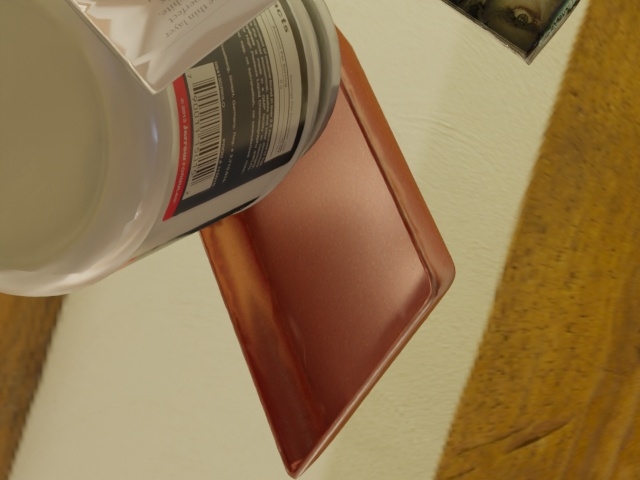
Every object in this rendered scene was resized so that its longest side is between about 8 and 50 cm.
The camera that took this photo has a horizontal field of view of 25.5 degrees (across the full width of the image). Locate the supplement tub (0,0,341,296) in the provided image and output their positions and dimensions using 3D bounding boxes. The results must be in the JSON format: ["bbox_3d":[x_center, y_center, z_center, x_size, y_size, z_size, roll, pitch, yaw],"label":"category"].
[{"bbox_3d":[-0.116,-0.090,0.838,0.191,0.272,0.191,6,-74,22],"label":"supplement tub"}]

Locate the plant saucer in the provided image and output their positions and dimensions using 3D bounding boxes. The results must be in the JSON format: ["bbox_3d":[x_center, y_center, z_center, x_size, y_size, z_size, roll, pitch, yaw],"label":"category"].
[{"bbox_3d":[0.000,0.000,1.021,0.259,0.047,0.258,-58,-134,46],"label":"plant saucer"}]

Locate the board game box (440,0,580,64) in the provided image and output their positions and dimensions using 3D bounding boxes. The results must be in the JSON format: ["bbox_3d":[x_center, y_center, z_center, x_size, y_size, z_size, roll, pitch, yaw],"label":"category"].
[{"bbox_3d":[0.063,-0.187,0.679,0.186,0.026,0.126,38,-82,17],"label":"board game box"}]

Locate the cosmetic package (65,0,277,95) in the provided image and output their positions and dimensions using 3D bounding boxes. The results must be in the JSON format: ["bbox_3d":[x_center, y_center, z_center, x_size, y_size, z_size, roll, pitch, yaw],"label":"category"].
[{"bbox_3d":[-0.054,-0.215,0.555,0.224,0.225,0.138,-37,-121,1],"label":"cosmetic package"}]
